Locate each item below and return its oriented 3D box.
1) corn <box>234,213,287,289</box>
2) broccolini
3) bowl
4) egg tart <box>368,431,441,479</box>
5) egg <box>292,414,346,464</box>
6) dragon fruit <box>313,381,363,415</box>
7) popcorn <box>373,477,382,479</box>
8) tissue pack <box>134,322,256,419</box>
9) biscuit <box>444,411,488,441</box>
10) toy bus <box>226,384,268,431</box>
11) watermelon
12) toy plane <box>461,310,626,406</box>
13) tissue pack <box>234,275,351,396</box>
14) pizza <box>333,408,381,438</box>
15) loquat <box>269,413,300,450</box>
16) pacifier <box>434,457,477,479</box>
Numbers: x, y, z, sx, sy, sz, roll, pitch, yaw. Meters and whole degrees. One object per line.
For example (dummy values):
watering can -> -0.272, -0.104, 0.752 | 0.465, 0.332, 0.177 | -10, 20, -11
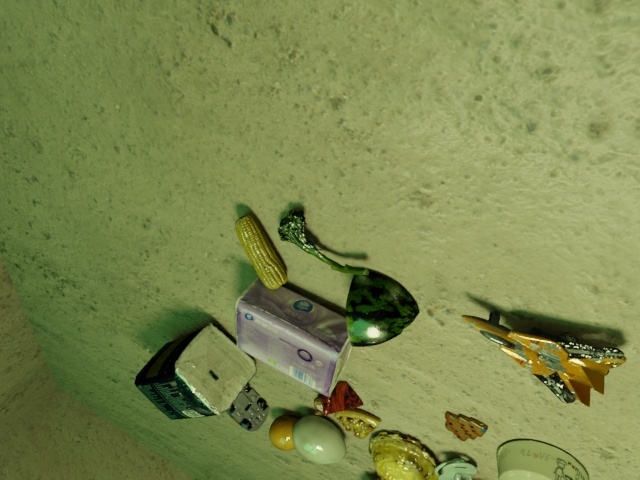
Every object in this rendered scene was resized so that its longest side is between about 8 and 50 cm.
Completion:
corn -> -0.166, 0.032, 1.282 | 0.080, 0.080, 0.231 | -11, 116, 38
broccolini -> 0.007, 0.005, 1.157 | 0.271, 0.062, 0.123 | 28, 150, 19
bowl -> 0.596, 0.675, 1.269 | 0.237, 0.126, 0.238 | 18, 133, 21
egg tart -> 0.278, 0.772, 1.579 | 0.278, 0.095, 0.279 | 18, 132, 22
egg -> -0.004, 0.727, 1.683 | 0.209, 0.151, 0.151 | 28, 135, 7
dragon fruit -> 0.047, 0.537, 1.575 | 0.192, 0.122, 0.092 | -39, 60, 49
popcorn -> 0.244, 1.017, 1.741 | 0.190, 0.191, 0.254 | -6, 130, 0
tissue pack -> -0.478, 0.505, 1.736 | 0.264, 0.253, 0.416 | 49, 135, -12
biscuit -> 0.425, 0.547, 1.353 | 0.130, 0.019, 0.119 | -20, 112, 41
toy bus -> -0.320, 0.660, 1.857 | 0.209, 0.126, 0.136 | 51, 143, -13
watermelon -> 0.134, 0.185, 1.164 | 0.193, 0.145, 0.137 | 34, 141, 5
toy plane -> 0.466, 0.232, 1.025 | 0.316, 0.103, 0.204 | 31, 134, 18
tissue pack -> -0.080, 0.276, 1.362 | 0.338, 0.160, 0.242 | 25, 136, 15
pizza -> 0.133, 0.635, 1.595 | 0.175, 0.046, 0.134 | -10, 118, 37
loquat -> -0.127, 0.742, 1.787 | 0.141, 0.141, 0.141 | 18, 132, 20
pacifier -> 0.424, 0.752, 1.447 | 0.126, 0.117, 0.150 | 11, 131, -1
